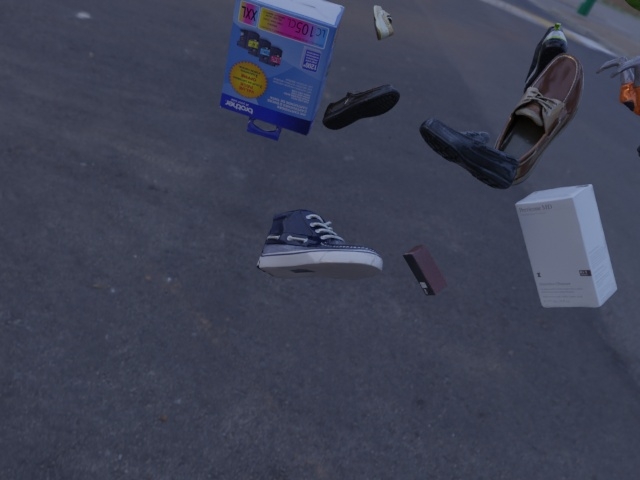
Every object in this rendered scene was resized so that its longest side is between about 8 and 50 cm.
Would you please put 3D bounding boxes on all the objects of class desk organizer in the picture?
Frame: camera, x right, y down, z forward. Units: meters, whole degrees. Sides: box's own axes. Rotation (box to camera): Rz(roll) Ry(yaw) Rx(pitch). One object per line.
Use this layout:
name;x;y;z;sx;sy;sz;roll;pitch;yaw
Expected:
desk organizer;0.277;0.078;1.649;0.050;0.047;0.130;-35;100;-23

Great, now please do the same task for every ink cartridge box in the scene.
ink cartridge box;-0.115;-0.467;1.708;0.270;0.395;0.151;18;43;0

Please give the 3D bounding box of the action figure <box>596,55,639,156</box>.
action figure;0.735;-0.260;1.269;0.330;0.178;0.341;43;9;-1

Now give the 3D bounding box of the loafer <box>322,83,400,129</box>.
loafer;0.098;-0.359;1.609;0.080;0.220;0.078;31;50;-53

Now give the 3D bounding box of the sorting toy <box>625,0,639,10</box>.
sorting toy;0.590;-0.444;1.020;0.366;0.127;0.126;34;63;5

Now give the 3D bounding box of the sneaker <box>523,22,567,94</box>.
sneaker;0.601;-0.470;1.653;0.084;0.234;0.097;10;63;4

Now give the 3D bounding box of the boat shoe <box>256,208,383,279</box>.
boat shoe;0.000;0.000;1.456;0.341;0.158;0.127;-2;-22;36

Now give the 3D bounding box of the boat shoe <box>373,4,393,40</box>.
boat shoe;0.159;-0.550;1.579;0.045;0.050;0.135;-7;51;4

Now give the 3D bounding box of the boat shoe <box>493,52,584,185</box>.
boat shoe;0.490;-0.276;1.407;0.123;0.324;0.116;28;2;25

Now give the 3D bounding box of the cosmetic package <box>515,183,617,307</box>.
cosmetic package;0.821;0.021;2.093;0.156;0.384;0.217;-29;13;-39

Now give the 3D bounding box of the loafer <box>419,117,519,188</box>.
loafer;0.285;-0.176;1.190;0.223;0.078;0.076;28;-2;-21
